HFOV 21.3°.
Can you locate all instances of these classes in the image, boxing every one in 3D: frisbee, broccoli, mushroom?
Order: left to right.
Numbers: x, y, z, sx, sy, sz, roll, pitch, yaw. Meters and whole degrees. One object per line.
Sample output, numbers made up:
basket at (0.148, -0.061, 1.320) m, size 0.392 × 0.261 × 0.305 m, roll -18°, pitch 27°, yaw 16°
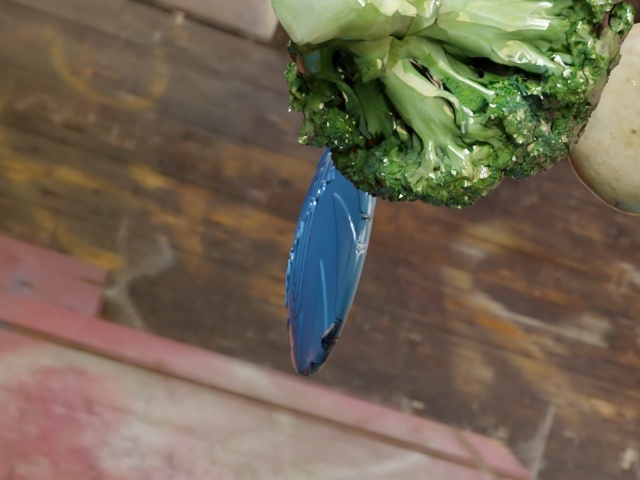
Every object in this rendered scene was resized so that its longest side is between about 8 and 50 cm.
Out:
frisbee at (0.000, 0.000, 1.515) m, size 0.242 × 0.045 × 0.242 m, roll -166°, pitch 90°, yaw -79°
broccoli at (0.070, -0.153, 1.165) m, size 0.270 × 0.270 × 0.270 m, roll -5°, pitch 81°, yaw 34°
mushroom at (0.288, -0.101, 1.433) m, size 0.127 × 0.166 × 0.166 m, roll -21°, pitch -45°, yaw -66°
